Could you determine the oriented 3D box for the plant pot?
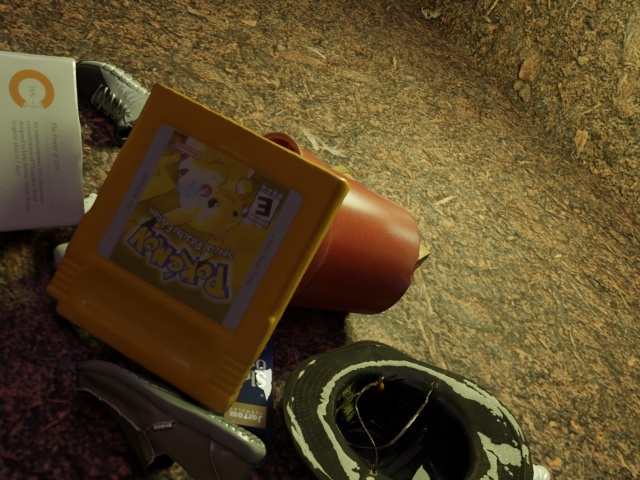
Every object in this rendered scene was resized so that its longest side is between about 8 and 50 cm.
[{"bbox_3d":[0.000,0.000,0.883,0.265,0.272,0.272,17,39,-34],"label":"plant pot"}]

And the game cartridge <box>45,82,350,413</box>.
[{"bbox_3d":[-0.161,0.005,0.690,0.285,0.324,0.052,28,-1,9],"label":"game cartridge"}]

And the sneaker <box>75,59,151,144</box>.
[{"bbox_3d":[-0.380,-0.247,1.024,0.228,0.086,0.132,25,40,-11],"label":"sneaker"}]

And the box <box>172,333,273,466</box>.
[{"bbox_3d":[-0.132,0.188,0.754,0.136,0.036,0.225,16,41,-20],"label":"box"}]

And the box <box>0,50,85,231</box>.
[{"bbox_3d":[-0.487,-0.115,0.652,0.345,0.215,0.168,-7,11,-40],"label":"box"}]

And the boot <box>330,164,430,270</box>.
[{"bbox_3d":[0.067,-0.026,1.089,0.236,0.089,0.269,-28,70,-42],"label":"boot"}]

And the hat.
[{"bbox_3d":[0.099,0.284,0.729,0.331,0.134,0.331,12,26,-6],"label":"hat"}]

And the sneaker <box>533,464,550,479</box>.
[{"bbox_3d":[0.313,0.401,0.822,0.061,0.054,0.152,21,32,0],"label":"sneaker"}]

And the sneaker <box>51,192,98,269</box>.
[{"bbox_3d":[-0.299,-0.044,0.840,0.129,0.111,0.297,20,38,-8],"label":"sneaker"}]

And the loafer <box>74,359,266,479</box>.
[{"bbox_3d":[-0.187,0.212,0.617,0.251,0.094,0.087,21,71,20],"label":"loafer"}]
